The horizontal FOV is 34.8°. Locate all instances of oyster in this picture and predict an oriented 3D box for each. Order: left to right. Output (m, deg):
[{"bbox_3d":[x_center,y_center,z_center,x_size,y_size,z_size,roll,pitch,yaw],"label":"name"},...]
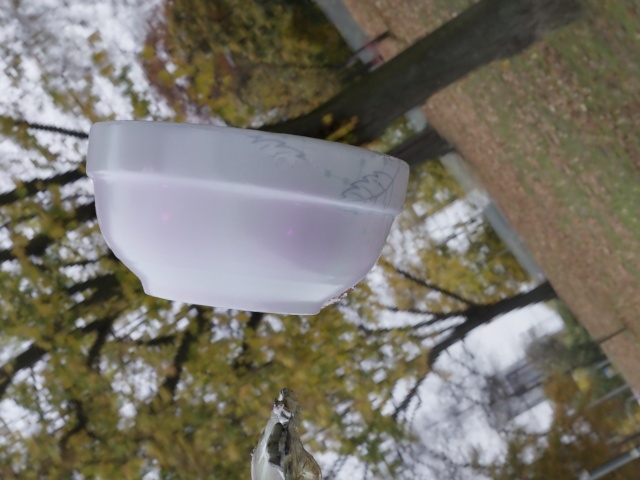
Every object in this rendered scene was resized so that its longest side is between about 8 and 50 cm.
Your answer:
[{"bbox_3d":[-0.035,0.236,1.123,0.163,0.081,0.191,103,169,-48],"label":"oyster"}]

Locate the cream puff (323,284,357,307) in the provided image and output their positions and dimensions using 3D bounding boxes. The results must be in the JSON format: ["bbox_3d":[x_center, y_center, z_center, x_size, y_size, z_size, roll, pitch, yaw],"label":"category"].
[{"bbox_3d":[0.000,-0.001,1.639,0.240,0.164,0.240,-172,90,-82],"label":"cream puff"}]

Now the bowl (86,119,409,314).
[{"bbox_3d":[-0.070,-0.014,0.911,0.287,0.287,0.143,7,-90,-74],"label":"bowl"}]
